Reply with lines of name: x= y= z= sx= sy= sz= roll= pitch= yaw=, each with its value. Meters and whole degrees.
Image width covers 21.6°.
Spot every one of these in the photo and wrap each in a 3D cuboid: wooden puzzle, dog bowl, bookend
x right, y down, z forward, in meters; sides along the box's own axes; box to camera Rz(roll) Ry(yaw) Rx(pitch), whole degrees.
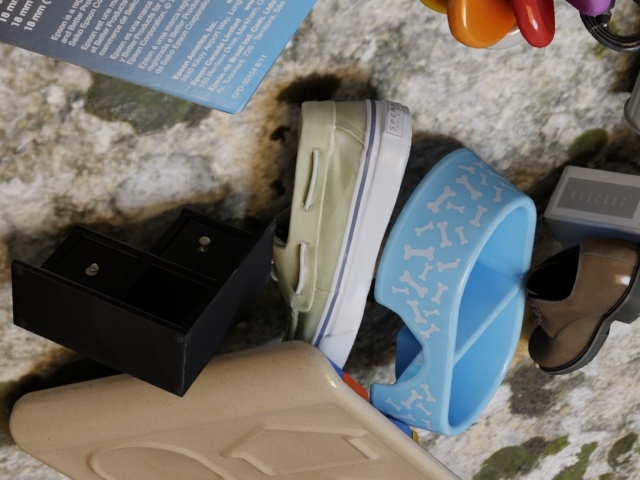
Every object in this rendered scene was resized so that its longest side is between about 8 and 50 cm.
wooden puzzle: x=-0.054 y=0.193 z=1.512 sx=0.322 sy=0.080 sz=0.348 roll=-13 pitch=141 yaw=26
dog bowl: x=0.121 y=0.058 z=1.490 sx=0.166 sy=0.074 sz=0.297 roll=-45 pitch=151 yaw=-36
bookend: x=-0.140 y=0.026 z=1.354 sx=0.157 sy=0.156 sz=0.072 roll=-53 pitch=159 yaw=-44

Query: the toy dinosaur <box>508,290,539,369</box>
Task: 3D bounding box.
toy dinosaur: x=0.204 y=0.082 z=1.636 sx=0.093 sy=0.053 sz=0.183 roll=-12 pitch=136 yaw=-17

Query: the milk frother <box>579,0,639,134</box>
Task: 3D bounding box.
milk frother: x=0.283 y=-0.153 z=1.426 sx=0.143 sy=0.129 sz=0.134 roll=21 pitch=131 yaw=10

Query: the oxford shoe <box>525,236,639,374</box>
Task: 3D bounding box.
oxford shoe: x=0.226 y=0.052 z=1.524 sx=0.096 sy=0.082 sz=0.227 roll=18 pitch=149 yaw=-5

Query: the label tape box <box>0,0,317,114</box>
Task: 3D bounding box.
label tape box: x=-0.137 y=-0.237 z=1.082 sx=0.334 sy=0.106 sz=0.240 roll=15 pitch=123 yaw=-38

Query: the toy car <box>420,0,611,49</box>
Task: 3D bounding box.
toy car: x=0.163 y=-0.212 z=1.252 sx=0.182 sy=0.136 sz=0.159 roll=-33 pitch=139 yaw=4

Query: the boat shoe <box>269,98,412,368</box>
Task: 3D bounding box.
boat shoe: x=0.000 y=0.000 z=1.421 sx=0.094 sy=0.109 sz=0.302 roll=11 pitch=126 yaw=-5

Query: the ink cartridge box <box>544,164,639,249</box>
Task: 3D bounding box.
ink cartridge box: x=0.385 y=0.041 z=1.534 sx=0.261 sy=0.296 sz=0.066 roll=49 pitch=59 yaw=-48
